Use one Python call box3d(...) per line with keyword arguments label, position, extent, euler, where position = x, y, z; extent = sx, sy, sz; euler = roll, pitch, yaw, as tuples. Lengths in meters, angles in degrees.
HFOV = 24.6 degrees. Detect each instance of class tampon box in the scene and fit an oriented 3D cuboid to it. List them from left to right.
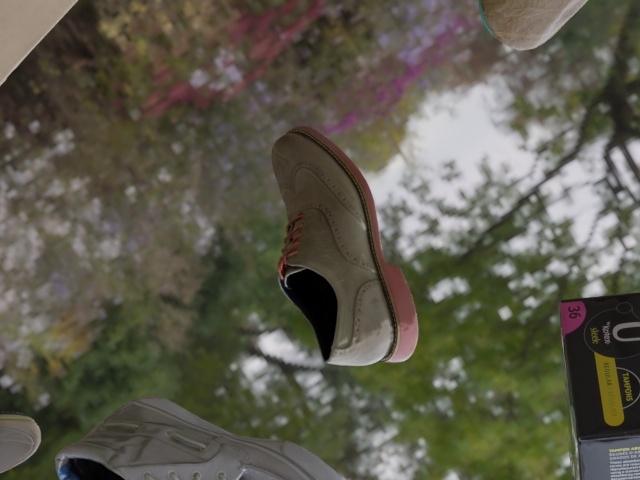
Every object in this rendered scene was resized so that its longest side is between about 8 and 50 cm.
box3d(label="tampon box", position=(0.213, 0.130, 0.954), extent=(0.101, 0.161, 0.120), euler=(-7, -139, 7))

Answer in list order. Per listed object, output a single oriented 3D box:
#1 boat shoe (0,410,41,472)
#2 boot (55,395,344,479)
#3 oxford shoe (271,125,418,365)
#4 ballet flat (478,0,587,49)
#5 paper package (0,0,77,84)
box3d(label="boat shoe", position=(-0.271, 0.137, 1.012), extent=(0.152, 0.056, 0.049), euler=(-7, -146, -23))
box3d(label="boot", position=(-0.104, 0.218, 1.255), extent=(0.258, 0.095, 0.123), euler=(15, -152, 31))
box3d(label="oxford shoe", position=(0.000, 0.000, 1.824), extent=(0.130, 0.348, 0.123), euler=(-8, 146, -30))
box3d(label="ballet flat", position=(0.245, -0.300, 1.175), extent=(0.124, 0.116, 0.342), euler=(5, -124, 52))
box3d(label="paper package", position=(-0.471, -0.321, 1.659), extent=(0.168, 0.325, 0.309), euler=(33, -103, 39))
